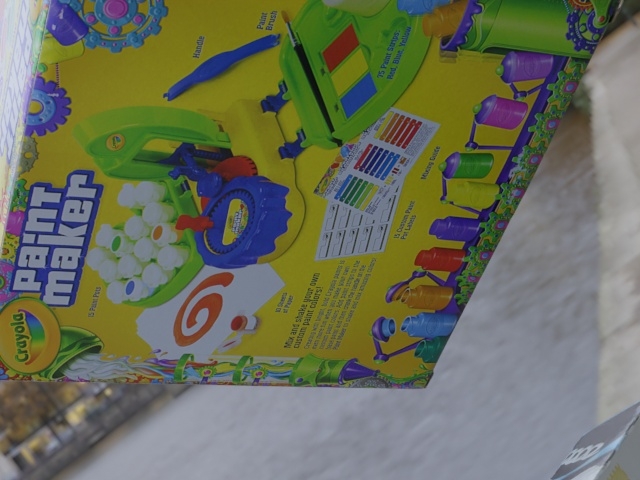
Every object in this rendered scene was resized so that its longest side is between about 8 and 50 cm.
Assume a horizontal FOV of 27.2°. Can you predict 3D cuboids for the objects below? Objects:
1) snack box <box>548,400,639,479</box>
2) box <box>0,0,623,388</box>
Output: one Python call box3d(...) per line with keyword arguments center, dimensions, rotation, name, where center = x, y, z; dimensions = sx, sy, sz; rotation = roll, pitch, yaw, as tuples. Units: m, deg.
box3d(center=(0.161, 0.209, 0.634), dimensions=(0.060, 0.187, 0.322), rotation=(-39, -6, 28), name="snack box")
box3d(center=(-0.041, -0.077, 0.735), dimensions=(0.279, 0.177, 0.290), rotation=(4, -49, -22), name="box")
